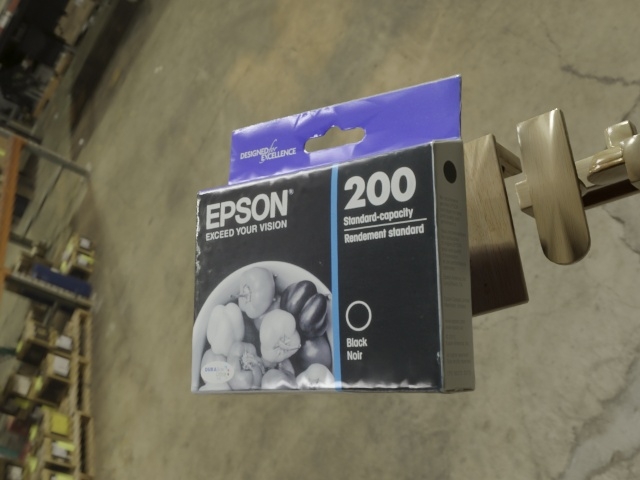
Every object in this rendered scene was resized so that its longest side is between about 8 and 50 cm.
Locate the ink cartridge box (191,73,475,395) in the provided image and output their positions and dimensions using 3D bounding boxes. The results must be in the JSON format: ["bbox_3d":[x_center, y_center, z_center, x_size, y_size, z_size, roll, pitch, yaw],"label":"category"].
[{"bbox_3d":[0.000,0.000,0.559,0.206,0.045,0.208,-9,75,35],"label":"ink cartridge box"}]

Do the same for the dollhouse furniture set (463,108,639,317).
[{"bbox_3d":[0.184,-0.007,0.607,0.144,0.151,0.123,-20,67,33],"label":"dollhouse furniture set"}]
